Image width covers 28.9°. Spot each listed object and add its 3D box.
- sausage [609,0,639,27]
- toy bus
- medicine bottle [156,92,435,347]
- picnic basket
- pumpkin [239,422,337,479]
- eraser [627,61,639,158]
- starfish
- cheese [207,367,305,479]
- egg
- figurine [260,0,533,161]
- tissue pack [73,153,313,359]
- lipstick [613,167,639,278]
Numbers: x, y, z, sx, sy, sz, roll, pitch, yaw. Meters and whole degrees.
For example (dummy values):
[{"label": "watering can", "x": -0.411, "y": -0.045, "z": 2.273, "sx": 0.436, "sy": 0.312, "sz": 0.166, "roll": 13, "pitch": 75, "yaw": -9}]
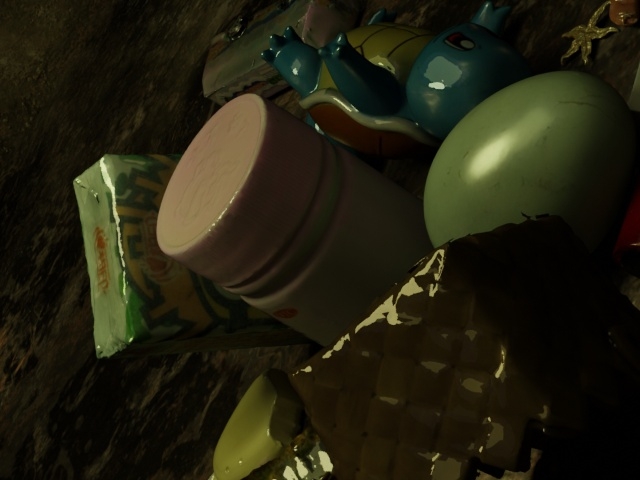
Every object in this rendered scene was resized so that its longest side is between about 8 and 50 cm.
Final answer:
[{"label": "sausage", "x": 0.350, "y": -0.301, "z": 1.391, "sx": 0.042, "sy": 0.036, "sz": 0.158, "roll": 98, "pitch": -171, "yaw": -65}, {"label": "toy bus", "x": -0.072, "y": -0.312, "z": 2.023, "sx": 0.317, "sy": 0.112, "sz": 0.138, "roll": -20, "pitch": 51, "yaw": 52}, {"label": "medicine bottle", "x": 0.000, "y": 0.000, "z": 1.365, "sx": 0.202, "sy": 0.316, "sz": 0.202, "roll": -39, "pitch": 32, "yaw": 31}, {"label": "picnic basket", "x": 0.165, "y": 0.160, "z": 1.011, "sx": 0.254, "sy": 0.291, "sz": 0.321, "roll": -38, "pitch": 77, "yaw": 30}, {"label": "pumpkin", "x": 0.016, "y": 0.303, "z": 1.278, "sx": 0.258, "sy": 0.095, "sz": 0.290, "roll": -42, "pitch": 39, "yaw": 6}, {"label": "eraser", "x": 0.329, "y": -0.167, "z": 1.239, "sx": 0.023, "sy": 0.104, "sz": 0.150, "roll": 15, "pitch": 71, "yaw": 15}, {"label": "starfish", "x": 0.305, "y": -0.238, "z": 1.426, "sx": 0.092, "sy": 0.016, "sz": 0.086, "roll": -57, "pitch": 29, "yaw": 15}, {"label": "cheese", "x": -0.108, "y": 0.284, "z": 1.550, "sx": 0.255, "sy": 0.050, "sz": 0.127, "roll": -54, "pitch": 29, "yaw": 13}, {"label": "egg", "x": 0.205, "y": -0.058, "z": 1.212, "sx": 0.264, "sy": 0.183, "sz": 0.183, "roll": 124, "pitch": 159, "yaw": -47}, {"label": "figurine", "x": 0.075, "y": -0.193, "z": 1.549, "sx": 0.416, "sy": 0.298, "sz": 0.243, "roll": -21, "pitch": 79, "yaw": 53}, {"label": "tissue pack", "x": -0.125, "y": 0.016, "z": 1.492, "sx": 0.128, "sy": 0.310, "sz": 0.228, "roll": -27, "pitch": 70, "yaw": 54}, {"label": "lipstick", "x": 0.335, "y": -0.077, "z": 1.149, "sx": 0.080, "sy": 0.080, "sz": 0.241, "roll": -12, "pitch": 52, "yaw": 54}]
